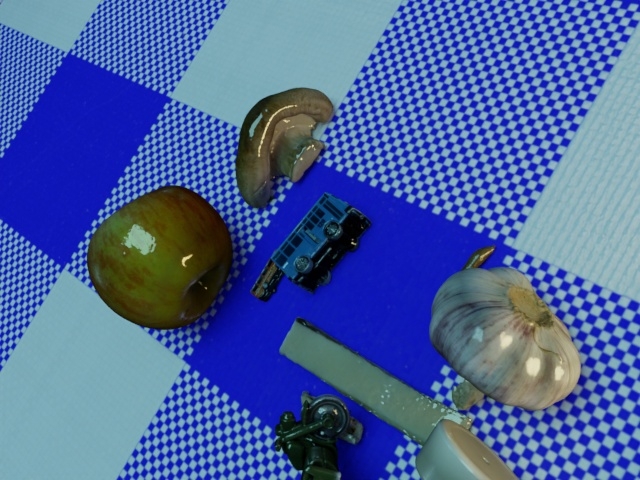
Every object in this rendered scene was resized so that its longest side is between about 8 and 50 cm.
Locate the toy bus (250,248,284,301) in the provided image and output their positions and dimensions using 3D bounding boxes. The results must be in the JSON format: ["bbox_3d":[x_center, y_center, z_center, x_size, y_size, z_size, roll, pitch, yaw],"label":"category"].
[{"bbox_3d":[-0.099,0.070,1.523,0.043,0.031,0.110,28,86,43],"label":"toy bus"}]

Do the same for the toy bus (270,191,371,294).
[{"bbox_3d":[0.000,0.000,1.457,0.185,0.090,0.106,-50,51,3],"label":"toy bus"}]

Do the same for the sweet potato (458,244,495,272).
[{"bbox_3d":[0.261,0.047,1.319,0.115,0.026,0.026,-48,53,7],"label":"sweet potato"}]

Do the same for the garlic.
[{"bbox_3d":[0.260,0.181,1.168,0.245,0.245,0.253,57,134,35],"label":"garlic"}]

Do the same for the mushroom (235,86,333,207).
[{"bbox_3d":[-0.101,-0.214,1.574,0.156,0.151,0.286,35,89,38],"label":"mushroom"}]

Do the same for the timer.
[{"bbox_3d":[0.162,0.424,1.130,0.266,0.175,0.175,-50,53,8],"label":"timer"}]

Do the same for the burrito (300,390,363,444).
[{"bbox_3d":[0.013,0.318,1.339,0.149,0.041,0.055,19,66,39],"label":"burrito"}]

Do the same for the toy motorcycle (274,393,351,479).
[{"bbox_3d":[-0.016,0.399,1.208,0.127,0.205,0.275,3,96,-2],"label":"toy motorcycle"}]

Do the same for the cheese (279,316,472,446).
[{"bbox_3d":[0.082,0.253,1.332,0.400,0.034,0.085,26,88,37],"label":"cheese"}]

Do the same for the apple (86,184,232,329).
[{"bbox_3d":[-0.312,0.042,1.523,0.301,0.301,0.302,-13,63,26],"label":"apple"}]
